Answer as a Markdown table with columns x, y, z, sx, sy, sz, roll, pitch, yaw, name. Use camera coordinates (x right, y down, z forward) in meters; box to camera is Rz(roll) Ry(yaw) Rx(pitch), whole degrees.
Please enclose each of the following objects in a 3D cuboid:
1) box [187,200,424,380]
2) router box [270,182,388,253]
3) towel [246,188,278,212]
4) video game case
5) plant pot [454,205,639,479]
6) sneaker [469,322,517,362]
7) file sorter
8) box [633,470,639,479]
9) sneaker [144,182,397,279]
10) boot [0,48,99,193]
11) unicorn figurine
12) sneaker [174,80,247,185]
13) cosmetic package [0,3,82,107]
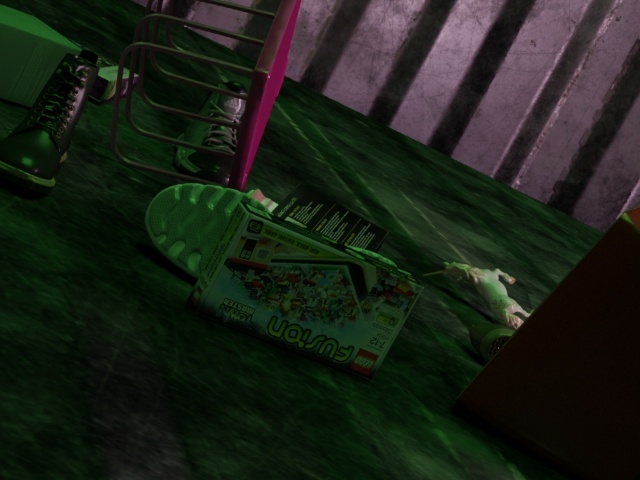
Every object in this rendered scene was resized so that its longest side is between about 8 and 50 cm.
| x | y | z | sx | sy | sz | roll | pitch | yaw | name |
| --- | --- | --- | --- | --- | --- | --- | --- | --- | --- |
| -0.013 | 0.052 | 1.436 | 0.207 | 0.114 | 0.036 | 22 | 12 | -25 | box |
| 0.000 | 0.000 | 1.802 | 0.133 | 0.046 | 0.179 | 30 | 23 | 5 | router box |
| -0.022 | -0.004 | 1.901 | 0.197 | 0.029 | 0.144 | 29 | 12 | 3 | towel |
| -0.402 | -0.283 | 2.216 | 0.232 | 0.042 | 0.210 | 28 | 9 | 1 | video game case |
| 0.341 | 0.140 | 1.594 | 0.236 | 0.267 | 0.267 | 43 | 14 | 10 | plant pot |
| 0.272 | 0.142 | 1.856 | 0.188 | 0.066 | 0.071 | 23 | 11 | -27 | sneaker |
| -0.143 | -0.232 | 1.886 | 0.182 | 0.202 | 0.290 | 16 | 40 | 0 | file sorter |
| 0.352 | 0.292 | 1.285 | 0.158 | 0.093 | 0.156 | 26 | 11 | -19 | box |
| -0.059 | 0.031 | 1.552 | 0.281 | 0.105 | 0.115 | 24 | -18 | -11 | sneaker |
| -0.287 | -0.132 | 1.544 | 0.077 | 0.137 | 0.198 | 26 | 12 | -12 | boot |
| 0.246 | 0.074 | 2.120 | 0.111 | 0.060 | 0.162 | 18 | 14 | -44 | unicorn figurine |
| -0.142 | -0.155 | 2.025 | 0.086 | 0.132 | 0.228 | 24 | 11 | -20 | sneaker |
| -0.432 | -0.248 | 1.828 | 0.238 | 0.107 | 0.127 | 12 | 20 | -48 | cosmetic package |
